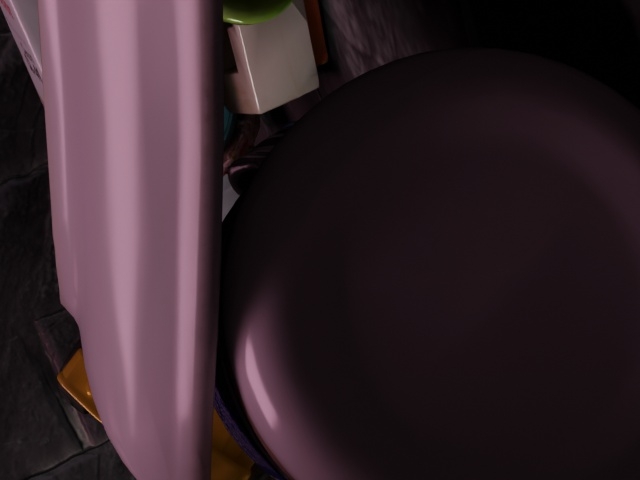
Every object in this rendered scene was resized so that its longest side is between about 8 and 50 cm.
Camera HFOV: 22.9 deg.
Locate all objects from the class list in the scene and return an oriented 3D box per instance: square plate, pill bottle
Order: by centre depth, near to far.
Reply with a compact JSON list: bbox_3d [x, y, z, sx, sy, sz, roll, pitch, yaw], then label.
[{"bbox_3d":[-0.070,-0.139,0.527,0.344,0.049,0.347,-104,14,-54],"label":"square plate"},{"bbox_3d":[0.031,0.028,0.581,0.153,0.153,0.264,65,170,1],"label":"pill bottle"}]

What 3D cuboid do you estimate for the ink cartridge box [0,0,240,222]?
[{"bbox_3d":[-0.189,-0.141,1.445,0.306,0.131,0.226,68,171,-25],"label":"ink cartridge box"}]

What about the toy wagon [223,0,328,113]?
[{"bbox_3d":[-0.095,-0.235,0.875,0.344,0.068,0.267,67,170,-9],"label":"toy wagon"}]

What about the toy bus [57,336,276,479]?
[{"bbox_3d":[-0.049,0.056,1.056,0.149,0.211,0.220,34,-179,8],"label":"toy bus"}]

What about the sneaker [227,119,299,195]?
[{"bbox_3d":[0.000,0.000,0.910,0.188,0.078,0.067,54,166,48],"label":"sneaker"}]

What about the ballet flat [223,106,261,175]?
[{"bbox_3d":[-0.087,-0.111,1.155,0.077,0.091,0.241,34,-166,-40],"label":"ballet flat"}]
